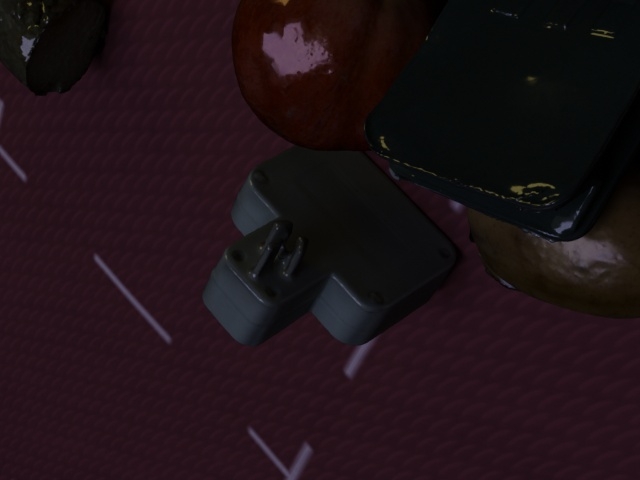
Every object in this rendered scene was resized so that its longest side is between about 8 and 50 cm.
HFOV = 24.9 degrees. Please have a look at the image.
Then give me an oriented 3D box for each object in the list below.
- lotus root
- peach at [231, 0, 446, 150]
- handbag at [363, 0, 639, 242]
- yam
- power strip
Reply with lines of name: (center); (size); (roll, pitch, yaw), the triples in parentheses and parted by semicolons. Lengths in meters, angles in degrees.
lotus root: (0.289, -0.001, 1.380); (0.310, 0.183, 0.183); (20, 127, 32)
peach: (0.013, -0.190, 1.523); (0.232, 0.232, 0.257); (43, 129, 20)
handbag: (0.195, -0.145, 1.348); (0.247, 0.260, 0.079); (25, 166, 39)
yam: (-0.426, -0.344, 1.947); (0.304, 0.168, 0.168); (46, 139, 16)
power strip: (0.000, 0.000, 1.622); (0.229, 0.261, 0.141); (47, 141, 16)
